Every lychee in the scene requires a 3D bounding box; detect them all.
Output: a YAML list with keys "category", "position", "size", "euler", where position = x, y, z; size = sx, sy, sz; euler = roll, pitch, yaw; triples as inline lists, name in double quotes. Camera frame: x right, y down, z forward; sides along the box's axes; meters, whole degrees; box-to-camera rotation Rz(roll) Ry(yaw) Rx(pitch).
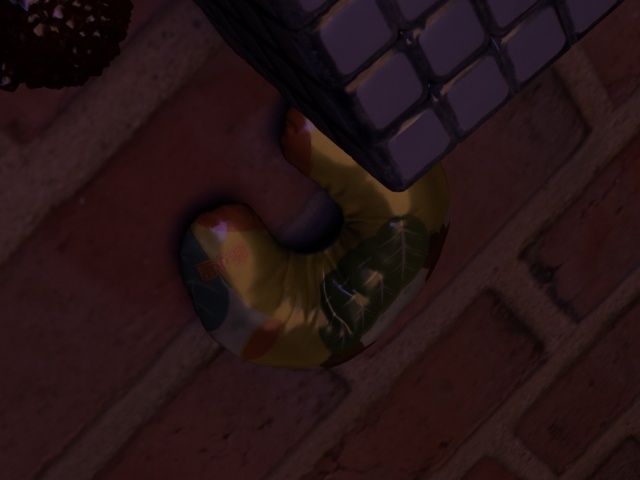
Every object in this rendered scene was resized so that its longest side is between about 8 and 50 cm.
- category: "lychee"
  position: [-0.162, -0.149, 0.647]
  size: [0.123, 0.123, 0.129]
  euler: [31, 92, -46]

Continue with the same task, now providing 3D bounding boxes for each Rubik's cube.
- category: "Rubik's cube"
  position: [0.024, -0.215, 0.649]
  size: [0.237, 0.237, 0.238]
  euler: [-40, 136, -3]

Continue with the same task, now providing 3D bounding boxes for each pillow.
- category: "pillow"
  position: [0.000, 0.000, 0.916]
  size: [0.233, 0.086, 0.214]
  euler: [-46, 126, 6]
